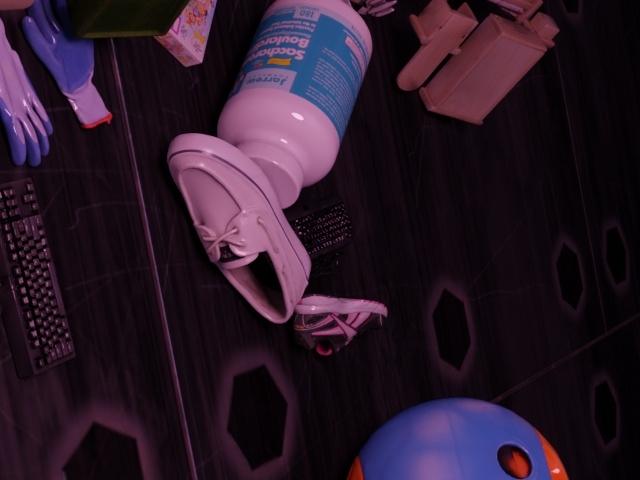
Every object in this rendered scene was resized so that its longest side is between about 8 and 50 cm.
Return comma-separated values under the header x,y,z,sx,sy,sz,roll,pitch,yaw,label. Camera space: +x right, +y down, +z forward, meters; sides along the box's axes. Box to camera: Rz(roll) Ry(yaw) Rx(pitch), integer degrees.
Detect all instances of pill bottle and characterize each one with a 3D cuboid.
x,y,z,sx,sy,sz,roll,pitch,yaw,label
-0.035,-0.163,1.549,0.146,0.146,0.264,53,40,-37,pill bottle

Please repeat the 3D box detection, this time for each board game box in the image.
x,y,z,sx,sy,sz,roll,pitch,yaw,label
-0.178,-0.282,1.464,0.154,0.026,0.103,42,49,-46,board game box

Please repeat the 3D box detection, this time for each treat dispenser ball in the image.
x,y,z,sx,sy,sz,roll,pitch,yaw,label
0.170,0.339,1.612,0.288,0.288,0.288,21,65,-54,treat dispenser ball

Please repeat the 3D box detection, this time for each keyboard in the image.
x,y,z,sx,sy,sz,roll,pitch,yaw,label
0.000,0.000,1.667,0.192,0.038,0.100,-24,103,-57,keyboard
-0.282,0.036,1.221,0.108,0.023,0.180,-22,100,-57,keyboard

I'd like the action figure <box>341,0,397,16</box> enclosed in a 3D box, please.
x,y,z,sx,sy,sz,roll,pitch,yaw,label
0.089,-0.408,1.788,0.285,0.099,0.185,-20,102,-27,action figure

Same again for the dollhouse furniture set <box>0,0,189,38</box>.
x,y,z,sx,sy,sz,roll,pitch,yaw,label
-0.284,-0.303,1.223,0.301,0.151,0.197,-5,85,-22,dollhouse furniture set

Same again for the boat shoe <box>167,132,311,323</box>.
x,y,z,sx,sy,sz,roll,pitch,yaw,label
-0.095,-0.007,1.471,0.267,0.096,0.088,61,31,-43,boat shoe

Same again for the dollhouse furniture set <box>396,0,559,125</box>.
x,y,z,sx,sy,sz,roll,pitch,yaw,label
0.186,-0.377,2.058,0.303,0.174,0.355,11,43,-40,dollhouse furniture set

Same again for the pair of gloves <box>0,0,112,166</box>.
x,y,z,sx,sy,sz,roll,pitch,yaw,label
-0.277,-0.165,1.281,0.198,0.023,0.159,-44,118,-54,pair of gloves

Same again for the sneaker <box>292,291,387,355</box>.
x,y,z,sx,sy,sz,roll,pitch,yaw,label
0.016,0.109,1.651,0.178,0.072,0.077,10,87,-50,sneaker
